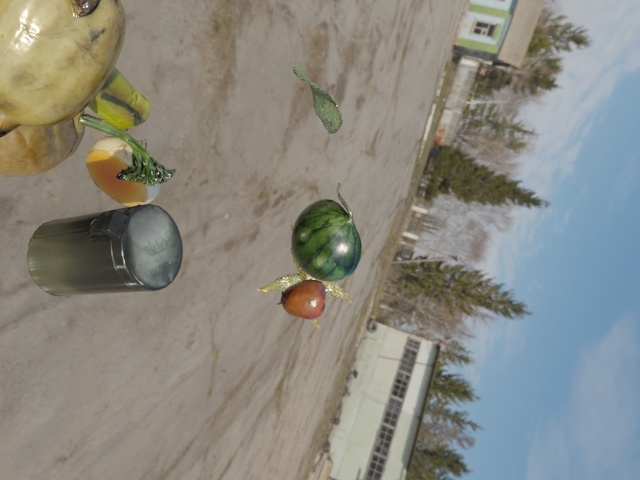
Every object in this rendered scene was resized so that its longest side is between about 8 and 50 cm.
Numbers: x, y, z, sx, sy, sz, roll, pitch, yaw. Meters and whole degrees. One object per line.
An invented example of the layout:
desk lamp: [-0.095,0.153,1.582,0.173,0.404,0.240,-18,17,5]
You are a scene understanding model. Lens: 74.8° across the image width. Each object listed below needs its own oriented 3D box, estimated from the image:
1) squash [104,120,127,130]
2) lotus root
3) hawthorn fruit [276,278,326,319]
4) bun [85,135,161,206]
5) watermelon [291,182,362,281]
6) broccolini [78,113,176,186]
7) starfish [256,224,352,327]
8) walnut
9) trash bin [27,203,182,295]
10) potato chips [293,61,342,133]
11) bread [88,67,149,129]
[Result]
squash: [-0.883,-0.547,1.799,0.187,0.123,0.123,179,-69,-76]
lotus root: [-0.409,-0.254,0.590,0.310,0.183,0.183,-56,168,1]
hawthorn fruit: [-0.036,0.115,0.822,0.081,0.093,0.081,5,90,-89]
bun: [-0.753,-0.286,1.651,0.299,0.299,0.164,96,15,-47]
watermelon: [-0.002,0.005,1.020,0.127,0.204,0.232,-15,168,-28]
broccolini: [-0.449,-0.195,0.937,0.271,0.123,0.062,51,16,-65]
starfish: [-0.015,0.132,1.487,0.347,0.358,0.078,-67,-163,1]
walnut: [-0.724,-0.315,0.983,0.333,0.333,0.332,18,90,-78]
trash bin: [-0.523,0.028,1.018,0.252,0.302,0.202,52,37,-56]
potato chips: [-0.009,-0.448,1.320,0.059,0.167,0.228,-37,124,-4]
bread: [-0.722,-0.500,1.380,0.166,0.112,0.383,-29,156,2]
